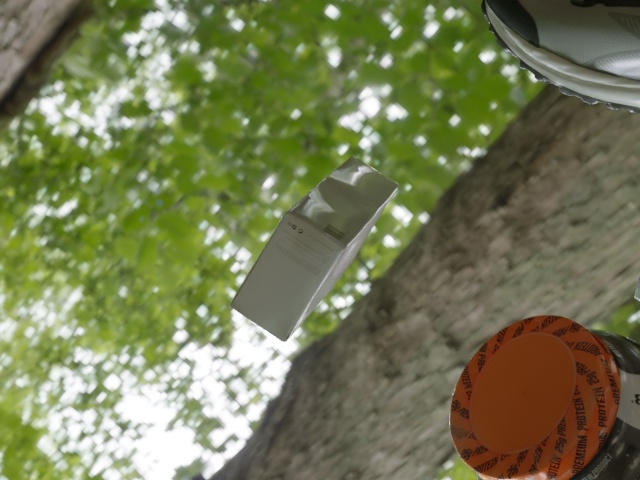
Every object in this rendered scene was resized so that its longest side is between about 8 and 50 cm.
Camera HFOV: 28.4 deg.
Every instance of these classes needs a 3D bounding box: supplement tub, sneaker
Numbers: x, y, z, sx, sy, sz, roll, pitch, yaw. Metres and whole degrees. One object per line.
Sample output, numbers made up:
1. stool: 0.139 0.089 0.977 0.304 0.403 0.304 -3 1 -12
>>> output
1. supplement tub: 0.286 0.219 1.212 0.338 0.207 0.207 38 -141 -36
2. sneaker: 0.225 -0.127 0.774 0.272 0.108 0.100 26 -146 27

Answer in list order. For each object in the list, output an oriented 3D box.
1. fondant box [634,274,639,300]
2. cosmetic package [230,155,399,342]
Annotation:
1. fondant box: 0.519 -0.003 1.517 0.096 0.238 0.330 11 -174 -14
2. cosmetic package: 0.000 0.000 1.099 0.060 0.098 0.239 31 -161 5
